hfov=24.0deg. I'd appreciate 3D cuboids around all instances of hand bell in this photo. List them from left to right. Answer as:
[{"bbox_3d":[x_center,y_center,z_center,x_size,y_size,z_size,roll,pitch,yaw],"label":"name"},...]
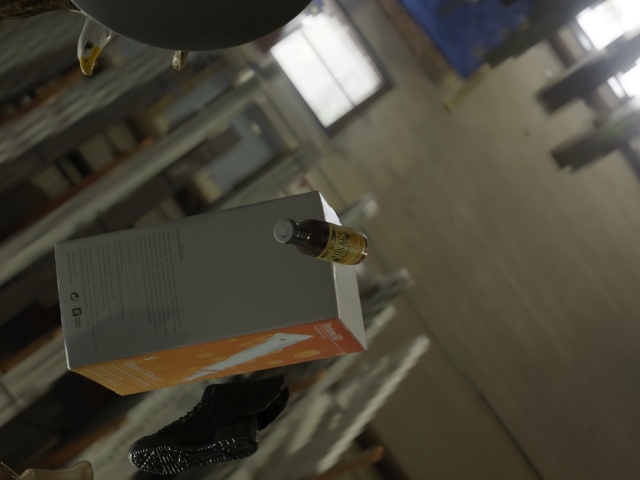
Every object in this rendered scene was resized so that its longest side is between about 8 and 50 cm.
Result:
[{"bbox_3d":[-0.447,0.336,2.062,0.126,0.242,0.126,-44,-144,45],"label":"hand bell"}]

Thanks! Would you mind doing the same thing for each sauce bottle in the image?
[{"bbox_3d":[0.000,0.000,1.571,0.042,0.042,0.128,-33,155,29],"label":"sauce bottle"}]

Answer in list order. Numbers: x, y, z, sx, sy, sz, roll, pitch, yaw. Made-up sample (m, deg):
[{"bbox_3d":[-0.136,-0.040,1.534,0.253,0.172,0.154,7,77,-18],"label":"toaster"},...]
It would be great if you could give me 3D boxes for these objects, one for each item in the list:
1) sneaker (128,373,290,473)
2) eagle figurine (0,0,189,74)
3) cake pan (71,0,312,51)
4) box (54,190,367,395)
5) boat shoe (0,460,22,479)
[{"bbox_3d":[-0.118,0.193,1.600,0.170,0.051,0.089,-10,-136,11],"label":"sneaker"},{"bbox_3d":[-0.274,-0.294,1.735,0.225,0.298,0.226,-90,-159,-54],"label":"eagle figurine"},{"bbox_3d":[-0.111,-0.274,1.260,0.293,0.293,0.054,-33,-144,26],"label":"cake pan"},{"bbox_3d":[-0.135,0.074,1.924,0.345,0.168,0.215,-11,163,8],"label":"box"},{"bbox_3d":[-0.373,0.245,1.564,0.060,0.178,0.064,17,-108,55],"label":"boat shoe"}]
